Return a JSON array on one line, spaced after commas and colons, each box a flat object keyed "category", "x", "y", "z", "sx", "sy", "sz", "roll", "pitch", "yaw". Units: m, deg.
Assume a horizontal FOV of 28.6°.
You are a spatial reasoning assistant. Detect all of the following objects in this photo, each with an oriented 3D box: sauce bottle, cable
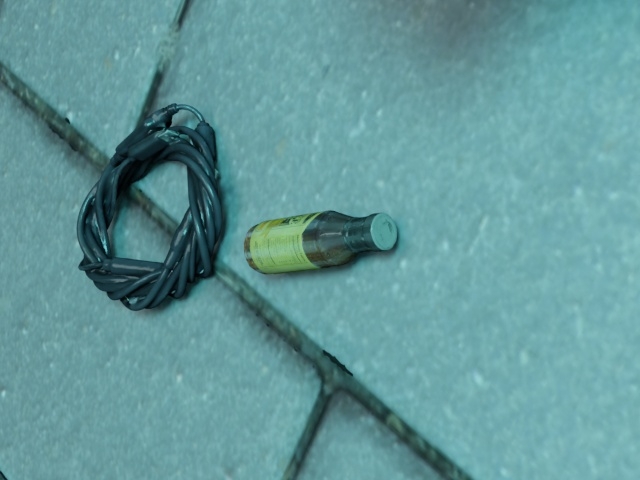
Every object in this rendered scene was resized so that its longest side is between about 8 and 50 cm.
[{"category": "sauce bottle", "x": 0.000, "y": 0.000, "z": 0.886, "sx": 0.128, "sy": 0.042, "sz": 0.042, "roll": -8, "pitch": 78, "yaw": 44}, {"category": "cable", "x": -0.141, "y": -0.016, "z": 1.044, "sx": 0.184, "sy": 0.047, "sz": 0.150, "roll": -36, "pitch": 64, "yaw": 35}]
